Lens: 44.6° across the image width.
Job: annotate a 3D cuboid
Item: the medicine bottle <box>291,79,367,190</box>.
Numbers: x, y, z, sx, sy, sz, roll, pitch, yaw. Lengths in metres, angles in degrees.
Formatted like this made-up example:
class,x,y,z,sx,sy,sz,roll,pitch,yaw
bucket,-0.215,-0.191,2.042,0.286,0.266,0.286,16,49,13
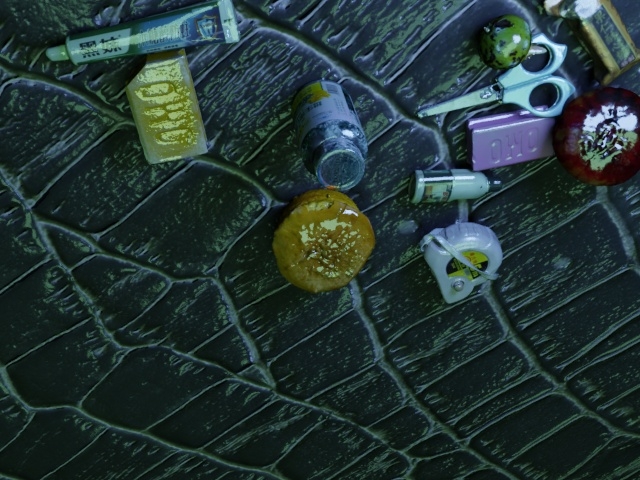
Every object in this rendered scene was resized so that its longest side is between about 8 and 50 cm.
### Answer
class,x,y,z,sx,sy,sz,roll,pitch,yaw
medicine bottle,0.021,-0.221,1.654,0.142,0.293,0.141,-5,127,-7

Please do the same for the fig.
class,x,y,z,sx,sy,sz,roll,pitch,yaw
fig,0.651,-0.237,1.772,0.263,0.224,0.224,2,130,-42

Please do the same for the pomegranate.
class,x,y,z,sx,sy,sz,roll,pitch,yaw
pomegranate,0.413,-0.422,1.684,0.162,0.122,0.122,10,124,-25

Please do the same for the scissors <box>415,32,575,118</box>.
class,x,y,z,sx,sy,sz,roll,pitch,yaw
scissors,0.392,-0.339,1.782,0.361,0.029,0.191,-15,109,12

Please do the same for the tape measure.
class,x,y,z,sx,sy,sz,roll,pitch,yaw
tape measure,0.369,0.044,2.011,0.197,0.120,0.236,-19,132,12

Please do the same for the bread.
class,x,y,z,sx,sy,sz,roll,pitch,yaw
bread,0.000,0.000,1.909,0.269,0.145,0.268,-3,123,-4

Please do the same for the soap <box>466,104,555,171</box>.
class,x,y,z,sx,sy,sz,roll,pitch,yaw
soap,0.450,-0.242,1.851,0.203,0.065,0.122,-12,127,-1

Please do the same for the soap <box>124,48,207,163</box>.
class,x,y,z,sx,sy,sz,roll,pitch,yaw
soap,-0.335,-0.289,1.684,0.140,0.073,0.231,-13,126,-5

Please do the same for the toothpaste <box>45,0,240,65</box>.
class,x,y,z,sx,sy,sz,roll,pitch,yaw
toothpaste,-0.363,-0.415,1.594,0.393,0.061,0.098,-12,124,-3

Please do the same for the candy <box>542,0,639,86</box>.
class,x,y,z,sx,sy,sz,roll,pitch,yaw
candy,0.598,-0.464,1.696,0.143,0.101,0.271,-38,117,11

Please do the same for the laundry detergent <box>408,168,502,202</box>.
class,x,y,z,sx,sy,sz,roll,pitch,yaw
laundry detergent,0.332,-0.135,1.905,0.226,0.070,0.099,-3,141,-8
